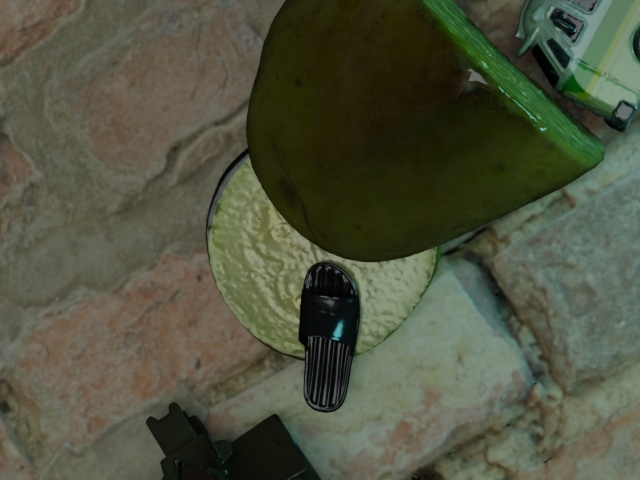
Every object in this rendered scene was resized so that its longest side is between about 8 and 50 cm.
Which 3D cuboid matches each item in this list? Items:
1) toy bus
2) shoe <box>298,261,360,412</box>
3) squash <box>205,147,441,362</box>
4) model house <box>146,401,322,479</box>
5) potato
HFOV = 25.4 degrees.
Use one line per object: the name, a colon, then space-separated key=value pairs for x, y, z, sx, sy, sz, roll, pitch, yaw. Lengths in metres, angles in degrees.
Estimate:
toy bus: x=0.306 y=-0.259 z=1.391 sx=0.164 sy=0.133 sz=0.276 roll=29 pitch=98 yaw=5
shoe: x=0.005 y=0.105 z=1.468 sx=0.062 sy=0.053 sz=0.159 roll=5 pitch=100 yaw=14
squash: x=0.000 y=0.000 z=1.509 sx=0.252 sy=0.049 sz=0.252 roll=1 pitch=96 yaw=11
model house: x=-0.111 y=0.271 z=1.477 sx=0.211 sy=0.204 sz=0.243 roll=-34 pitch=65 yaw=-5
potato: x=0.052 y=-0.097 z=1.342 sx=0.330 sy=0.213 sz=0.280 roll=46 pitch=111 yaw=0
